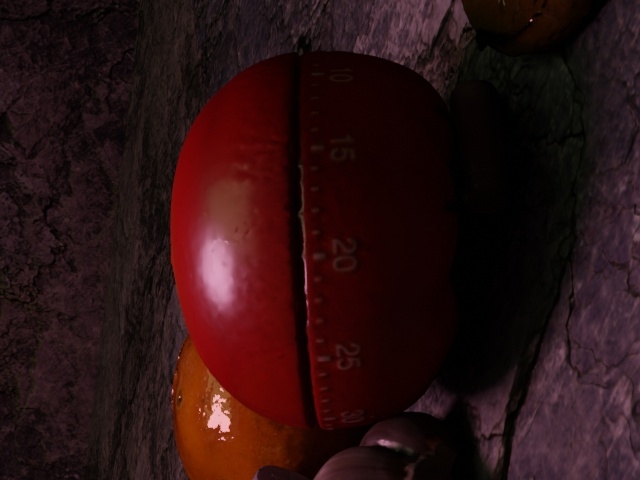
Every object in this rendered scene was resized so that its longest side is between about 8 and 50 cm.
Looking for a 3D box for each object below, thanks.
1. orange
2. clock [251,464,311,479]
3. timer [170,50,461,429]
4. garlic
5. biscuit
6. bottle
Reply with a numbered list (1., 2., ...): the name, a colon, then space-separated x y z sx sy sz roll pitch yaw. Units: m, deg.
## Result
1. orange: -0.063 0.198 1.608 0.284 0.226 0.283 -176 90 -72
2. clock: -0.055 0.323 1.417 0.176 0.080 0.117 -90 21 -70
3. timer: 0.000 0.000 1.331 0.378 0.279 0.377 -4 -90 -88
4. garlic: 0.058 0.272 1.308 0.191 0.160 0.214 -62 28 33
5. biscuit: 0.212 -0.318 1.258 0.296 0.075 0.295 -176 90 -70
6. bottle: 0.161 -0.095 1.339 0.053 0.053 0.140 125 150 -53
